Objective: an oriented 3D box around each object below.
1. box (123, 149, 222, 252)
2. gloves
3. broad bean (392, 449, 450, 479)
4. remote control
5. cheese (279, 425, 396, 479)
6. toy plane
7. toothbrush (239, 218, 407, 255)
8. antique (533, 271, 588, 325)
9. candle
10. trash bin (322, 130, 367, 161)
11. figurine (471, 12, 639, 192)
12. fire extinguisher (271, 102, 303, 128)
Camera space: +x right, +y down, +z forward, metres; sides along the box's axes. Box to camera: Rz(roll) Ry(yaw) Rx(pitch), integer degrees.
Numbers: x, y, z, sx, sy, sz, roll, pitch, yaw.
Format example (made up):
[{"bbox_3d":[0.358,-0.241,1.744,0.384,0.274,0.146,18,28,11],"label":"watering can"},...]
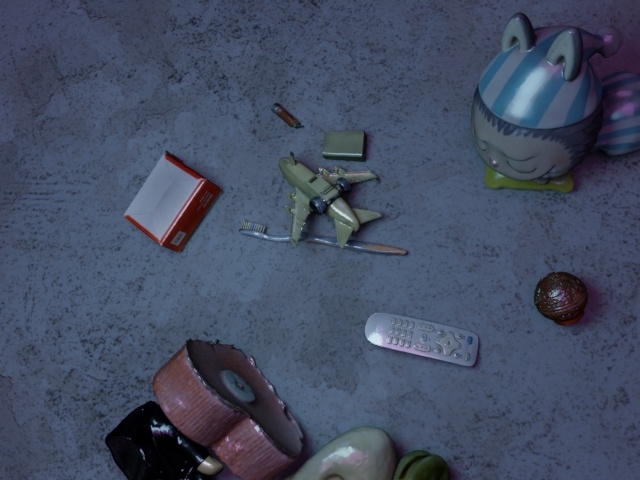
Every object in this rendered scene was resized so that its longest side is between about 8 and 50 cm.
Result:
[{"bbox_3d":[-0.328,-0.085,1.372,0.133,0.099,0.182,32,89,18],"label":"box"},{"bbox_3d":[-0.301,0.460,1.231,0.197,0.152,0.301,-45,49,7],"label":"gloves"},{"bbox_3d":[0.186,0.503,1.145,0.072,0.153,0.207,-12,67,55],"label":"broad bean"},{"bbox_3d":[0.201,0.201,1.239,0.229,0.044,0.073,12,66,5],"label":"remote control"},{"bbox_3d":[0.051,0.563,1.155,0.351,0.129,0.328,-36,73,5],"label":"cheese"},{"bbox_3d":[-0.001,-0.100,1.308,0.242,0.104,0.256,-40,76,-18],"label":"toy plane"},{"bbox_3d":[0.000,0.000,1.324,0.375,0.028,0.037,10,74,14],"label":"toothbrush"},{"bbox_3d":[0.459,0.106,1.173,0.104,0.104,0.104,-2,79,11],"label":"antique"},{"bbox_3d":[-0.186,0.311,1.187,0.131,0.287,0.317,-41,113,7],"label":"candle"},{"bbox_3d":[0.053,-0.207,1.344,0.092,0.043,0.061,3,80,13],"label":"trash bin"},{"bbox_3d":[0.457,-0.256,1.100,0.361,0.377,0.267,-13,77,10],"label":"figurine"},{"bbox_3d":[-0.075,-0.282,1.396,0.083,0.022,0.028,42,60,15],"label":"fire extinguisher"}]
